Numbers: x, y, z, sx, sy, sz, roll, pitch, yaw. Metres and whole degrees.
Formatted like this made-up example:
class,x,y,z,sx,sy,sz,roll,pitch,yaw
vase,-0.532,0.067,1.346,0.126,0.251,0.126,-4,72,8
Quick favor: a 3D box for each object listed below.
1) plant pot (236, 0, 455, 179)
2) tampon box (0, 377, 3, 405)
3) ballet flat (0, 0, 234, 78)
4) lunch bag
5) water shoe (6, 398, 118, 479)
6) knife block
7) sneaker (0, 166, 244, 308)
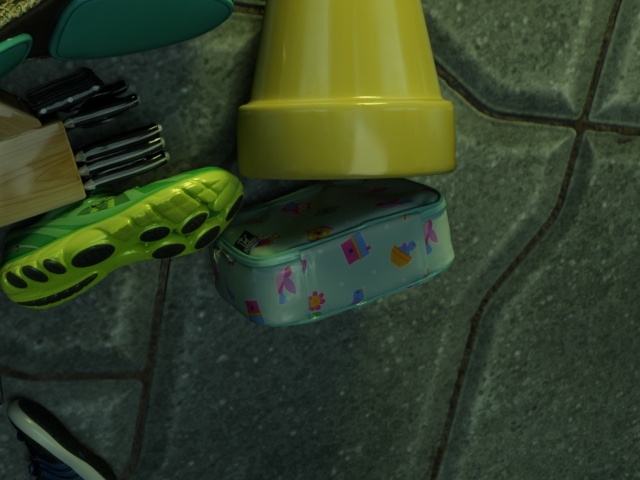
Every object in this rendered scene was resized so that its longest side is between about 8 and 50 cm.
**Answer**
class,x,y,z,sx,sy,sz,roll,pitch,yaw
plant pot,0.029,-0.194,1.139,0.254,0.254,0.238,-3,97,-23
tampon box,-0.425,0.111,1.102,0.121,0.161,0.101,-8,115,-20
ballet flat,-0.302,-0.241,0.980,0.483,0.164,0.182,-30,87,-35
lunch bag,0.000,0.000,1.211,0.279,0.224,0.107,-18,114,-21
water shoe,-0.342,0.287,1.268,0.080,0.073,0.203,-39,121,-2
knife block,-0.318,-0.073,1.113,0.242,0.088,0.275,26,99,-30
sneaker,-0.234,-0.028,1.140,0.296,0.123,0.109,-21,142,-5
